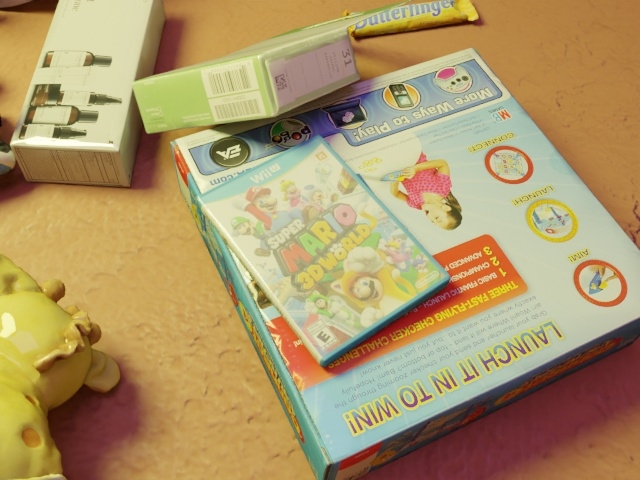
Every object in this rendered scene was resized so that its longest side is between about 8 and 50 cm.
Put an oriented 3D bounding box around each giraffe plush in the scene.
[{"bbox_3d":[-0.231,0.101,0.492,0.210,0.181,0.170,0,35,8],"label":"giraffe plush"}]

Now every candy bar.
[{"bbox_3d":[0.100,-0.255,0.819,0.162,0.018,0.040,-11,58,-12],"label":"candy bar"}]

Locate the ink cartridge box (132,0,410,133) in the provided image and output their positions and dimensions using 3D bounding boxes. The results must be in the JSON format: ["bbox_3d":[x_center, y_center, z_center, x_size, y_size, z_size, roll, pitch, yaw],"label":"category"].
[{"bbox_3d":[-0.033,-0.165,0.679,0.171,0.056,0.235,1,23,41],"label":"ink cartridge box"}]

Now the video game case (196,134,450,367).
[{"bbox_3d":[0.000,0.000,0.544,0.119,0.015,0.166,-30,64,-21],"label":"video game case"}]

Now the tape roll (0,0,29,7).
[{"bbox_3d":[-0.368,-0.365,0.700,0.275,0.274,0.090,4,56,-2],"label":"tape roll"}]

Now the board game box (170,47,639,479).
[{"bbox_3d":[0.074,0.002,0.610,0.308,0.086,0.302,-20,61,-16],"label":"board game box"}]

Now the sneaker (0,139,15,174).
[{"bbox_3d":[-0.372,-0.043,0.622,0.211,0.080,0.081,-14,84,-15],"label":"sneaker"}]

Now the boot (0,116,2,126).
[{"bbox_3d":[-0.340,-0.113,0.639,0.099,0.121,0.045,-13,93,-24],"label":"boot"}]

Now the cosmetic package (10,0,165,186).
[{"bbox_3d":[-0.221,-0.166,0.711,0.099,0.060,0.239,3,57,-3],"label":"cosmetic package"}]
